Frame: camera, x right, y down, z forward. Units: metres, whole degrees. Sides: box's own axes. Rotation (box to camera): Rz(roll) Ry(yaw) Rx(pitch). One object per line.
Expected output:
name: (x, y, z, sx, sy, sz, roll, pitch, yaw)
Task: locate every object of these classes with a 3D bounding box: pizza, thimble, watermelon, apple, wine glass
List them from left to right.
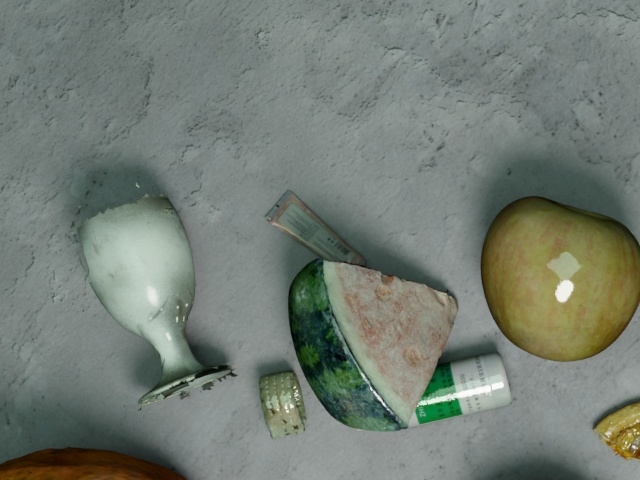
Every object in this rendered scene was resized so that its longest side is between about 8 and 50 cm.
wine glass: (-0.284, 0.097, 1.664, 0.191, 0.190, 0.356, -25, 82, 6)
thimble: (-0.063, 0.276, 1.655, 0.062, 0.084, 0.109, -13, 76, 8)
watermelon: (0.085, 0.186, 1.574, 0.293, 0.283, 0.250, 8, 74, -11)
apple: (0.368, 0.060, 1.523, 0.257, 0.257, 0.233, 19, 105, 11)
pizza: (0.563, 0.313, 1.556, 0.246, 0.058, 0.127, 18, 88, 14)

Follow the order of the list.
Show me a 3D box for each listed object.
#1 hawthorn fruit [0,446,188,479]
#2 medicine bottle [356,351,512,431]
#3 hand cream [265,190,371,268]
hawthorn fruit: (-0.383, 0.518, 1.504, 0.472, 0.472, 0.471, -1, 84, 10)
medicine bottle: (0.179, 0.255, 1.612, 0.260, 0.095, 0.095, -16, 82, 8)
hand cream: (0.000, 0.000, 1.700, 0.210, 0.043, 0.067, 39, 90, 17)
